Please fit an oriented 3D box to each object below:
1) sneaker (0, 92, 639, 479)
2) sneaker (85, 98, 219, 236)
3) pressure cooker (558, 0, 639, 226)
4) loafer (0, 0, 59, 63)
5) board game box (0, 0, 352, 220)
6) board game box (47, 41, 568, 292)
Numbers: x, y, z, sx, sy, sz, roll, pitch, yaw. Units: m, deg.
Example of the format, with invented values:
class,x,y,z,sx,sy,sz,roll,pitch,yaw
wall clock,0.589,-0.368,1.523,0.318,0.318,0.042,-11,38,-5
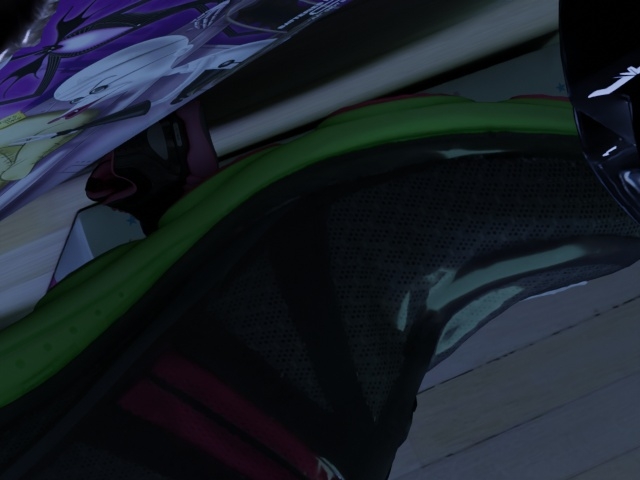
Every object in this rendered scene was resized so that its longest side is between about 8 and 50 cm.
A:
class,x,y,z,sx,sy,sz,roll,pitch,yaw
sneaker,-0.048,0.096,0.789,0.482,0.202,0.185,-30,169,-6
sneaker,-0.082,-0.028,0.831,0.057,0.047,0.119,-16,163,-15
pressure cooker,0.307,-0.057,0.571,0.375,0.370,0.420,-31,-179,-43
loafer,-0.190,-0.005,0.272,0.366,0.130,0.134,-19,172,-33
board game box,-0.165,-0.022,0.583,0.347,0.056,0.208,-28,167,34
board game box,0.000,0.000,1.075,0.303,0.098,0.224,-20,173,-17
